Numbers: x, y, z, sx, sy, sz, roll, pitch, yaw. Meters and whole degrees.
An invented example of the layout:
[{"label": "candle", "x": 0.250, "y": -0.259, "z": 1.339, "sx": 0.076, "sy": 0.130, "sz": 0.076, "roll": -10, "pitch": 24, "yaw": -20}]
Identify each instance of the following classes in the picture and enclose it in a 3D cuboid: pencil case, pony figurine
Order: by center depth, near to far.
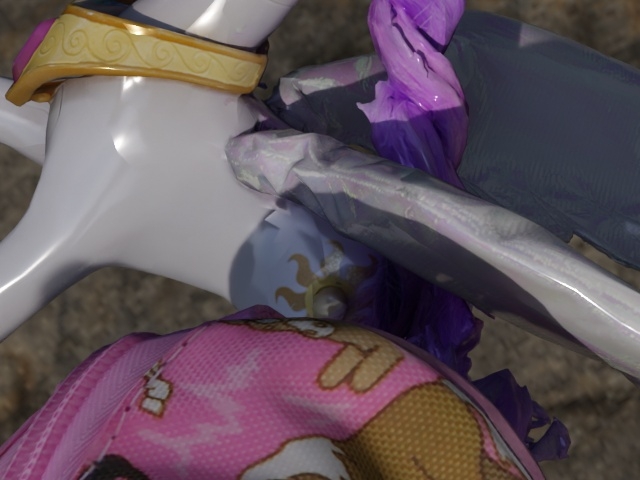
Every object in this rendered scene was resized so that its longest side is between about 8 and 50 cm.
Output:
[{"label": "pencil case", "x": -0.067, "y": 0.164, "z": 0.329, "sx": 0.160, "sy": 0.167, "sz": 0.386, "roll": 18, "pitch": 33, "yaw": 15}, {"label": "pony figurine", "x": 0.000, "y": 0.000, "z": 0.641, "sx": 0.363, "sy": 0.351, "sz": 0.303, "roll": -55, "pitch": 5, "yaw": 18}]
